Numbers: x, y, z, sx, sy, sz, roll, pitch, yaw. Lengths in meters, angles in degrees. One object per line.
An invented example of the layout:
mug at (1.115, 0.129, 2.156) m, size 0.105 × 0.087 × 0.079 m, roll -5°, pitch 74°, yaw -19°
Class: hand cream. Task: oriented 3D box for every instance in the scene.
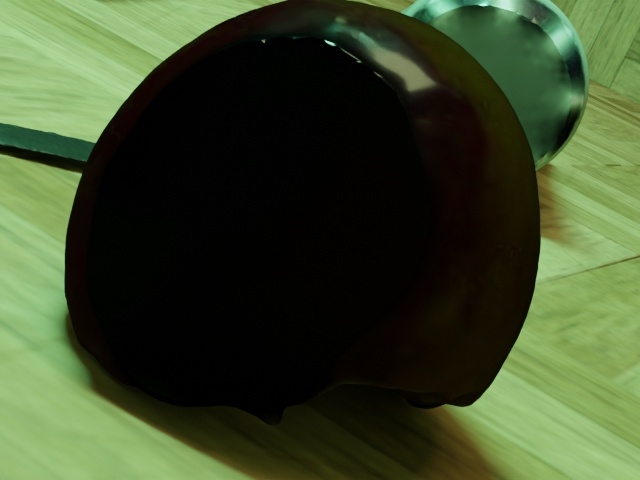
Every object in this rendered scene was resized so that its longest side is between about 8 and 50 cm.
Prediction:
hand cream at (0.103, -0.109, 0.918) m, size 0.185 × 0.118 × 0.359 m, roll 25°, pitch 8°, yaw 0°

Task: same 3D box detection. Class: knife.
knife at (-0.090, -0.033, 0.496) m, size 0.170 × 0.010 × 0.023 m, roll 11°, pitch 20°, yaw -38°

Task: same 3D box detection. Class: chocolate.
chocolate at (0.000, 0.000, 0.377) m, size 0.124 × 0.127 × 0.133 m, roll 57°, pitch 4°, yaw 3°
